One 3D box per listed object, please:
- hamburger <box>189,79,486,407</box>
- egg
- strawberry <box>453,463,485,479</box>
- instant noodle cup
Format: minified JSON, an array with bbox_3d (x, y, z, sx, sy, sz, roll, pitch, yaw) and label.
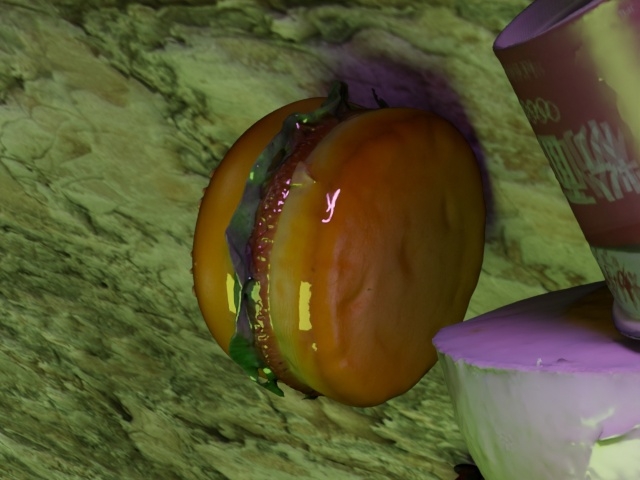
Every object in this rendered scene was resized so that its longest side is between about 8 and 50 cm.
[{"bbox_3d":[0.001,-0.001,1.197,0.170,0.246,0.246,14,143,38],"label":"hamburger"},{"bbox_3d":[0.234,0.127,0.991,0.337,0.337,0.201,-4,95,49],"label":"egg"},{"bbox_3d":[0.173,0.343,1.469,0.261,0.258,0.261,36,158,17],"label":"strawberry"},{"bbox_3d":[0.215,-0.082,0.878,0.178,0.235,0.234,55,147,-9],"label":"instant noodle cup"}]
